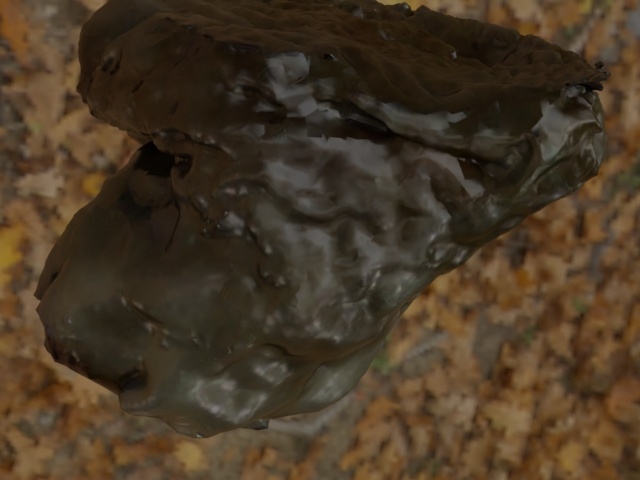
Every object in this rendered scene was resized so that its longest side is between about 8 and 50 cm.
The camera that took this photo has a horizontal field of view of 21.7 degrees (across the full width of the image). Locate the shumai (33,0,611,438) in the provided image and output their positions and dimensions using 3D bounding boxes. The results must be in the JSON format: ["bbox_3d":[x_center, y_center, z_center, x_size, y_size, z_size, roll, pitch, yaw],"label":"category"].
[{"bbox_3d":[-0.001,-0.001,0.680,0.184,0.218,0.185,-53,150,-69],"label":"shumai"}]
